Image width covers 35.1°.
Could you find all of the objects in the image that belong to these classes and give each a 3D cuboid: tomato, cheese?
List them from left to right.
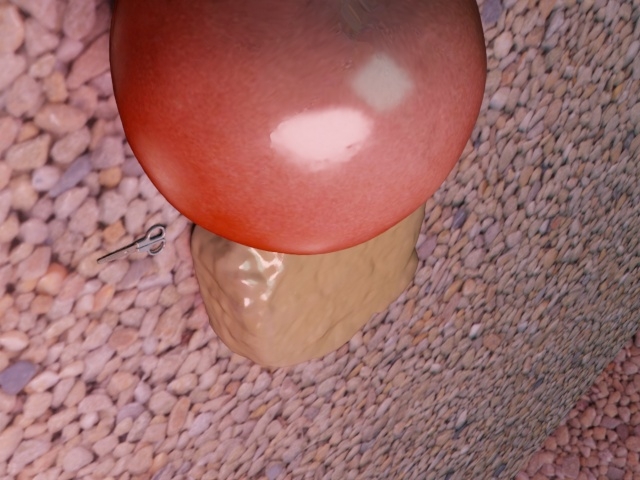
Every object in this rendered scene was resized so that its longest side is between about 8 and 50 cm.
[{"bbox_3d":[-0.015,-0.151,0.839,0.321,0.321,0.321,-31,141,-29],"label":"tomato"},{"bbox_3d":[0.000,0.000,1.182,0.326,0.115,0.318,10,113,-55],"label":"cheese"}]

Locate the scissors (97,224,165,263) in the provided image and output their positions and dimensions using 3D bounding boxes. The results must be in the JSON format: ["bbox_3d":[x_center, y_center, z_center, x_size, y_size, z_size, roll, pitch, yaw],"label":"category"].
[{"bbox_3d":[-0.195,0.009,1.047,0.083,0.006,0.036,-23,135,-37],"label":"scissors"}]
